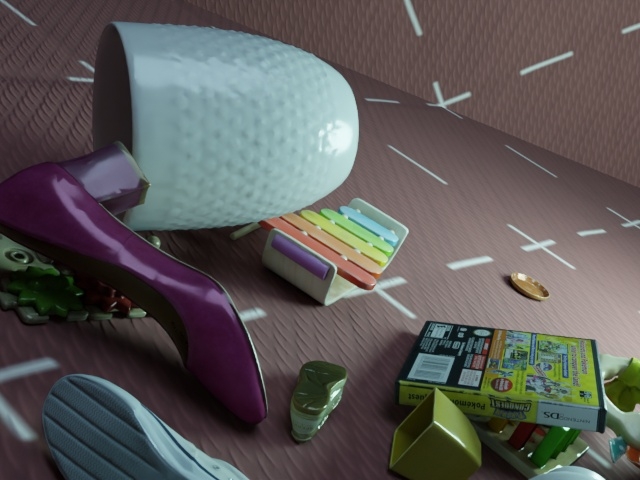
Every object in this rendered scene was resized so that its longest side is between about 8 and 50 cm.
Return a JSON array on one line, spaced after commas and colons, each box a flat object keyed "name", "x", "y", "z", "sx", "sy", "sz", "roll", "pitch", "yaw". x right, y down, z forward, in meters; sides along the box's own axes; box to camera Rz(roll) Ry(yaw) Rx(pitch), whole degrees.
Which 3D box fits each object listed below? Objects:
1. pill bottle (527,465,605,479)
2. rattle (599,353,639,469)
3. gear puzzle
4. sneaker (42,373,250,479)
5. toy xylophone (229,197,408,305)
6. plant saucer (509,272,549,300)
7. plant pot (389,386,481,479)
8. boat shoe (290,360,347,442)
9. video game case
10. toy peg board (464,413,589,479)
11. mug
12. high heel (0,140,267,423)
[{"name": "pill bottle", "x": 0.232, "y": 0.318, "z": 0.823, "sx": 0.146, "sy": 0.146, "sz": 0.264, "roll": 30, "pitch": 22, "yaw": 11}, {"name": "rattle", "x": 0.416, "y": 0.271, "z": 1.227, "sx": 0.130, "sy": 0.143, "sz": 0.200, "roll": 22, "pitch": 46, "yaw": -15}, {"name": "gear puzzle", "x": -0.309, "y": 0.029, "z": 1.021, "sx": 0.339, "sy": 0.044, "sz": 0.175, "roll": 1, "pitch": 33, "yaw": -45}, {"name": "sneaker", "x": -0.141, "y": 0.212, "z": 0.769, "sx": 0.258, "sy": 0.094, "sz": 0.091, "roll": 35, "pitch": -1, "yaw": 23}, {"name": "toy xylophone", "x": 0.000, "y": 0.000, "z": 1.362, "sx": 0.236, "sy": 0.081, "sz": 0.322, "roll": 29, "pitch": 22, "yaw": 9}, {"name": "plant saucer", "x": 0.402, "y": 0.091, "z": 1.674, "sx": 0.083, "sy": 0.013, "sz": 0.083, "roll": 21, "pitch": 23, "yaw": -9}, {"name": "plant pot", "x": 0.138, "y": 0.237, "z": 0.996, "sx": 0.083, "sy": 0.081, "sz": 0.081, "roll": 36, "pitch": 22, "yaw": -5}, {"name": "boat shoe", "x": -0.005, "y": 0.184, "z": 1.016, "sx": 0.056, "sy": 0.048, "sz": 0.153, "roll": 15, "pitch": 15, "yaw": 5}, {"name": "video game case", "x": 0.243, "y": 0.171, "z": 1.151, "sx": 0.248, "sy": 0.035, "sz": 0.275, "roll": 5, "pitch": 12, "yaw": 14}, {"name": "toy peg board", "x": 0.280, "y": 0.228, "z": 1.160, "sx": 0.160, "sy": 0.079, "sz": 0.161, "roll": 38, "pitch": 25, "yaw": 27}, {"name": "mug", "x": -0.147, "y": -0.144, "z": 1.252, "sx": 0.328, "sy": 0.374, "sz": 0.276, "roll": -3, "pitch": 77, "yaw": -24}, {"name": "high heel", "x": -0.215, "y": 0.070, "z": 0.951, "sx": 0.181, "sy": 0.127, "sz": 0.377, "roll": -28, "pitch": 71, "yaw": -26}]
